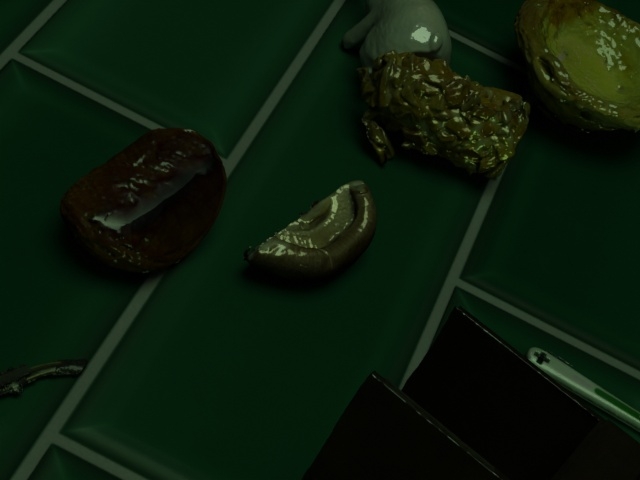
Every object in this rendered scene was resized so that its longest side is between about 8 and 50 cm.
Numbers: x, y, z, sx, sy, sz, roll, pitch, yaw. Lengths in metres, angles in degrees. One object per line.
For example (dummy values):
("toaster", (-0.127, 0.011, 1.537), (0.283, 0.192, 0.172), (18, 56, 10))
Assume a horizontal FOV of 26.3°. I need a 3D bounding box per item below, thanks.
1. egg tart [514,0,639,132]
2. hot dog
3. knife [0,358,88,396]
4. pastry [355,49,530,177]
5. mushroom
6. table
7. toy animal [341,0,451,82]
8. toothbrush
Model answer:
("egg tart", (0.410, -0.261, 2.120), (0.294, 0.123, 0.294), (15, 46, -16))
("hot dog", (-0.216, -0.048, 1.671), (0.160, 0.099, 0.227), (42, 48, 16))
("knife", (-0.353, 0.158, 1.482), (0.222, 0.021, 0.045), (-8, 51, -28))
("pastry", (0.162, -0.174, 1.929), (0.250, 0.154, 0.102), (20, 26, -7))
("mushroom", (-0.001, 0.002, 1.738), (0.094, 0.072, 0.210), (40, 50, 16))
("table", (0.171, 0.248, 1.462), (0.282, 0.196, 0.250), (38, 29, 14))
("toy animal", (0.117, -0.333, 2.056), (0.140, 0.138, 0.282), (13, 39, -23))
("toothbrush", (0.445, 0.247, 1.730), (0.418, 0.040, 0.042), (32, 47, 6))
